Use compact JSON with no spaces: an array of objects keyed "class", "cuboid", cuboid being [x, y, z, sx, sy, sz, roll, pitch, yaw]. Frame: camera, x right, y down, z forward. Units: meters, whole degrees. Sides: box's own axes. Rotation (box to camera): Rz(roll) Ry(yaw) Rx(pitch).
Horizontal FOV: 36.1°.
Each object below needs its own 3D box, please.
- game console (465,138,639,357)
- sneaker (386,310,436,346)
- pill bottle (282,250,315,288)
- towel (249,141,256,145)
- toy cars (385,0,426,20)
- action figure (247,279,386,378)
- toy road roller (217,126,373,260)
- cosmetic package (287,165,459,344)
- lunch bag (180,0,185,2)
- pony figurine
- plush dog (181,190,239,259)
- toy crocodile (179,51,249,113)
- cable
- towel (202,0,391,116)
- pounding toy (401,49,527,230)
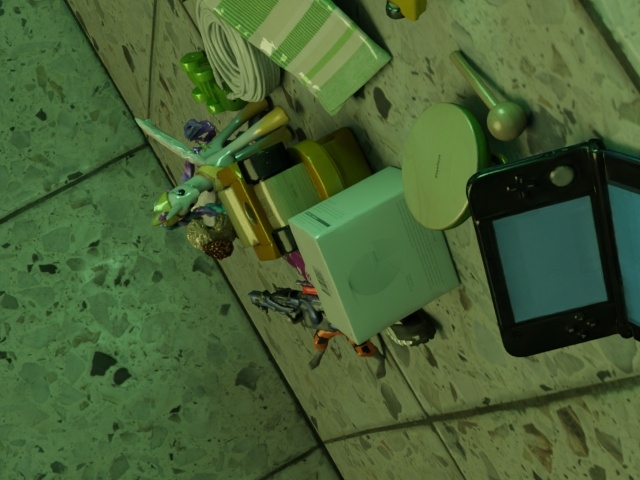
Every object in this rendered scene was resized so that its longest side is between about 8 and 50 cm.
[{"class":"game console","cuboid":[0.335,0.045,1.190,0.173,0.250,0.293,-94,-13,-60]},{"class":"sneaker","cuboid":[0.156,0.146,2.036,0.106,0.078,0.234,65,165,-22]},{"class":"pill bottle","cuboid":[0.000,0.000,2.101,0.301,0.169,0.169,41,155,50]},{"class":"towel","cuboid":[-0.118,-0.148,2.457,0.237,0.037,0.329,62,166,-9]},{"class":"toy cars","cuboid":[0.134,-0.381,1.235,0.177,0.087,0.393,60,161,-14]},{"class":"action figure","cuboid":[0.006,0.165,2.365,0.341,0.178,0.330,14,131,35]},{"class":"toy road roller","cuboid":[-0.041,-0.099,1.915,0.203,0.240,0.329,65,160,-5]},{"class":"cosmetic package","cuboid":[0.096,0.022,1.749,0.138,0.224,0.224,34,148,62]},{"class":"lunch bag","cuboid":[-0.238,-0.613,1.811,0.235,0.168,0.287,63,168,-1]},{"class":"pony figurine","cuboid":[-0.243,-0.176,2.176,0.303,0.363,0.351,56,176,-24]},{"class":"plush dog","cuboid":[-0.244,-0.058,2.535,0.262,0.225,0.211,47,162,38]},{"class":"toy crocodile","cuboid":[-0.261,-0.393,2.389,0.340,0.105,0.115,42,156,59]},{"class":"cable","cuboid":[-0.172,-0.417,2.080,0.257,0.089,0.257,31,145,59]},{"class":"towel","cuboid":[-0.053,-0.363,1.659,0.325,0.038,0.248,42,156,-6]},{"class":"pounding toy","cuboid":[0.220,-0.124,1.405,0.183,0.110,0.237,61,138,42]}]
